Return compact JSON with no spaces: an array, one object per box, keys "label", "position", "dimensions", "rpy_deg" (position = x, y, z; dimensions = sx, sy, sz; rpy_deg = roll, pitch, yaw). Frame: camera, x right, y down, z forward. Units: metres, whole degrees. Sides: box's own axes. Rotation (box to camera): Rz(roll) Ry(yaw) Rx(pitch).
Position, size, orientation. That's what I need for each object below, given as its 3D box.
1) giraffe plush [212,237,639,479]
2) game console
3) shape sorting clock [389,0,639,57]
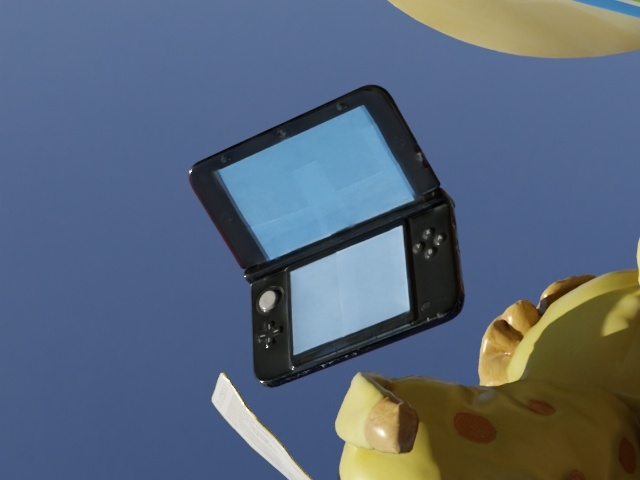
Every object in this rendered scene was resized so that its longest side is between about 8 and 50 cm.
[{"label":"giraffe plush","position":[0.092,0.086,0.569],"dimensions":[0.170,0.181,0.210],"rpy_deg":[-34,-94,-27]},{"label":"game console","position":[0.000,0.000,0.967],"dimensions":[0.085,0.144,0.124],"rpy_deg":[41,-144,-44]},{"label":"shape sorting clock","position":[0.096,-0.146,0.564],"dimensions":[0.206,0.206,0.040],"rpy_deg":[8,-131,-9]}]
